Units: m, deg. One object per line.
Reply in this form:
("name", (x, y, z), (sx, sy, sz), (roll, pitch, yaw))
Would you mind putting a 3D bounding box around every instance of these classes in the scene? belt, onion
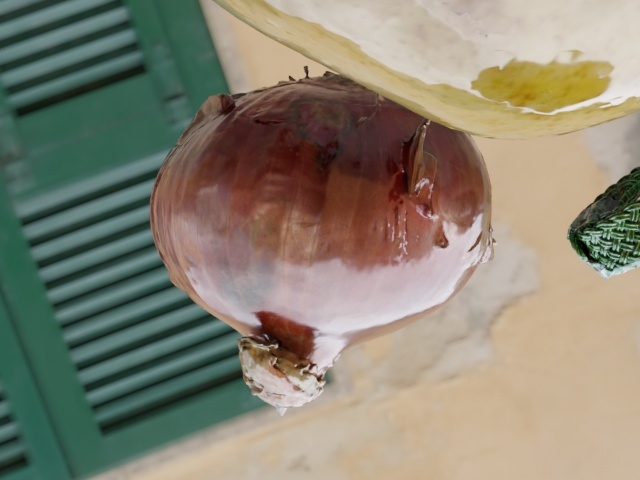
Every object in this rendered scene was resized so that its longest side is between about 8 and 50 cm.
("belt", (0.317, -0.017, 1.816), (0.151, 0.079, 0.121), (-38, -172, -31))
("onion", (0.004, -0.032, 1.861), (0.354, 0.353, 0.353), (-17, -165, 5))

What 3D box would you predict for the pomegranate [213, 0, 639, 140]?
("pomegranate", (0.077, -0.240, 0.843), (0.417, 0.416, 0.416), (-17, -165, 5))
